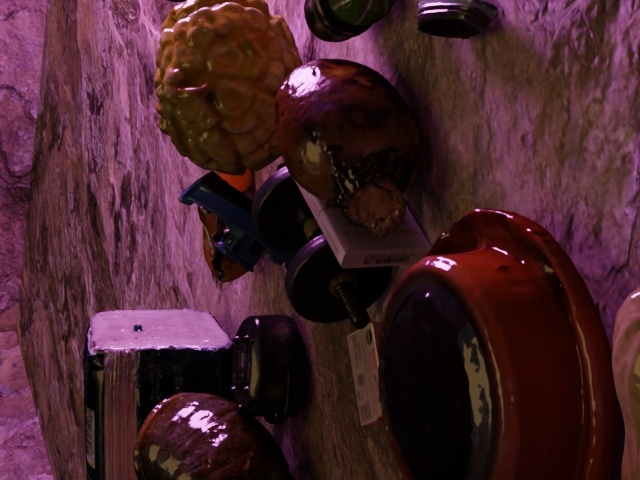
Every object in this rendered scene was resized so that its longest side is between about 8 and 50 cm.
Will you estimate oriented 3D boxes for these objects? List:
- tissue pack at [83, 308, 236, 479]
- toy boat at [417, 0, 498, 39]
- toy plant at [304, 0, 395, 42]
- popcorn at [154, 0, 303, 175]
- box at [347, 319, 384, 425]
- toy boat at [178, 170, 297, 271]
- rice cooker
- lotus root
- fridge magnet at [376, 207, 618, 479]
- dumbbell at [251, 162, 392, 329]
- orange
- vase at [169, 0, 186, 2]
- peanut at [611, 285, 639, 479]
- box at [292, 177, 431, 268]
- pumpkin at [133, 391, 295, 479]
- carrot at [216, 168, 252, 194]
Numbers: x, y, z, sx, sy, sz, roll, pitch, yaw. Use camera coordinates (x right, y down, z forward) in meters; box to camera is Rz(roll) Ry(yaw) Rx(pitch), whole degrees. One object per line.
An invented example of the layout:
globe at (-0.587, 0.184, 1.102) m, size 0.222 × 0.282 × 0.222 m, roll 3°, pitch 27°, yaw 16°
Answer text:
tissue pack at (-0.276, 0.347, 2.328) m, size 0.264 × 0.253 × 0.416 m, roll -136°, pitch 46°, yaw -75°
toy boat at (0.150, -0.261, 1.512) m, size 0.066 × 0.059 × 0.140 m, roll -65°, pitch 24°, yaw -7°
toy plant at (0.041, -0.307, 1.711) m, size 0.162 × 0.093 × 0.093 m, roll 159°, pitch 107°, yaw -68°
popcorn at (-0.134, -0.227, 1.979) m, size 0.258 × 0.224 × 0.270 m, roll -111°, pitch 16°, yaw -50°
box at (0.077, 0.171, 1.753) m, size 0.089 × 0.043 × 0.125 m, roll 145°, pitch 119°, yaw -64°
toy boat at (-0.115, -0.013, 1.977) m, size 0.097 × 0.223 × 0.100 m, roll -54°, pitch 30°, yaw 0°
rice cooker at (-0.078, 0.193, 2.056) m, size 0.112 × 0.106 × 0.165 m, roll -18°, pitch 66°, yaw 63°
lotus root at (0.028, -0.138, 1.666) m, size 0.314 × 0.169 × 0.141 m, roll -115°, pitch 31°, yaw -48°
fridge magnet at (0.172, 0.149, 1.376) m, size 0.363 × 0.155 × 0.363 m, roll 176°, pitch 90°, yaw -66°
dumbbell at (0.000, 0.000, 1.786) m, size 0.325 × 0.143 × 0.143 m, roll -118°, pitch 33°, yaw -45°
orange at (-0.139, -0.012, 2.162) m, size 0.170 × 0.112 × 0.160 m, roll -94°, pitch -4°, yaw -66°
vase at (-0.223, -0.480, 2.318) m, size 0.183 × 0.120 × 0.120 m, roll -21°, pitch 73°, yaw 48°
peanut at (0.300, 0.156, 1.121) m, size 0.123 × 0.123 × 0.256 m, roll 180°, pitch 87°, yaw -67°
box at (0.043, -0.048, 1.702) m, size 0.220 × 0.122 × 0.032 m, roll -117°, pitch 33°, yaw -44°
pumpkin at (-0.122, 0.394, 2.092) m, size 0.232 × 0.242 × 0.325 m, roll 4°, pitch 117°, yaw 40°
carrot at (-0.167, -0.077, 2.301) m, size 0.210 × 0.061 × 0.061 m, roll 135°, pitch 128°, yaw -67°
